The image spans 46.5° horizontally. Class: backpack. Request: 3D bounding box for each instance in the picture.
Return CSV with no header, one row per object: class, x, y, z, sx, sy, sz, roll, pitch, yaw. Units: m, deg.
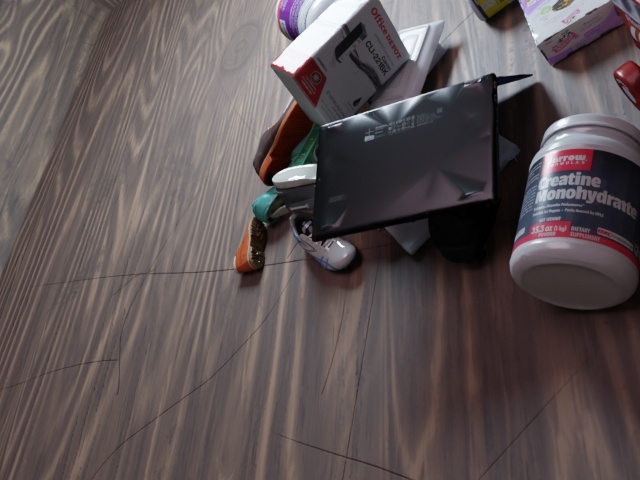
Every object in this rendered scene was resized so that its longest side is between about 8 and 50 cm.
backpack,0.271,-0.066,1.406,0.115,0.152,0.182,10,51,29

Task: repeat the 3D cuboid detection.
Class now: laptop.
laptop,0.213,-0.175,1.496,0.381,0.236,0.408,-12,61,33

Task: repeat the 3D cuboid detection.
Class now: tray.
tray,0.201,-0.423,1.805,0.145,0.030,0.270,-1,60,44

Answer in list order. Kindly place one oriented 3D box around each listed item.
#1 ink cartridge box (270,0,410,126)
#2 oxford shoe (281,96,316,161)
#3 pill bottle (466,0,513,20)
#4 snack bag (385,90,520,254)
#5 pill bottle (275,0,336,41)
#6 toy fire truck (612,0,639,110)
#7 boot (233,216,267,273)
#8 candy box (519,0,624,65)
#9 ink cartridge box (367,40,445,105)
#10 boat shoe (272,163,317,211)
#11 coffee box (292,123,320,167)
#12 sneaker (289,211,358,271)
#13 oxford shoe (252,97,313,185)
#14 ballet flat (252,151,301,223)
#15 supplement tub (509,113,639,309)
ink cartridge box,0.052,-0.422,1.742,0.273,0.197,0.114,-47,42,-6
oxford shoe,0.003,-0.401,1.912,0.169,0.130,0.449,43,104,30
pill bottle,0.427,-0.605,1.736,0.184,0.103,0.103,-34,40,23
snack bag,0.223,-0.153,1.623,0.323,0.037,0.342,-45,37,8
pill bottle,0.009,-0.634,2.140,0.181,0.181,0.323,-50,37,1
toy fire truck,0.571,-0.301,1.196,0.169,0.254,0.302,-37,38,18
boot,-0.184,0.012,1.898,0.084,0.059,0.158,-27,43,36
candy box,0.520,-0.485,1.564,0.164,0.070,0.196,-29,41,27
ink cartridge box,0.208,-0.411,1.851,0.207,0.046,0.097,-51,37,0
boat shoe,0.045,-0.115,1.676,0.319,0.099,0.116,0,30,28
coffee box,0.001,-0.194,1.832,0.040,0.113,0.184,6,66,52
sneaker,0.000,0.000,1.688,0.085,0.086,0.237,-51,38,-3
oxford shoe,-0.100,-0.273,1.875,0.098,0.096,0.271,48,117,35
ballet flat,-0.067,-0.134,1.893,0.247,0.083,0.087,-45,61,8
supplement tub,0.419,-0.045,1.191,0.191,0.191,0.272,-8,54,43
